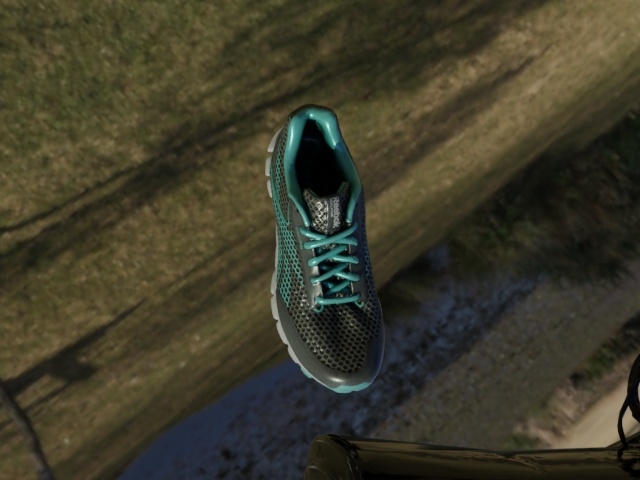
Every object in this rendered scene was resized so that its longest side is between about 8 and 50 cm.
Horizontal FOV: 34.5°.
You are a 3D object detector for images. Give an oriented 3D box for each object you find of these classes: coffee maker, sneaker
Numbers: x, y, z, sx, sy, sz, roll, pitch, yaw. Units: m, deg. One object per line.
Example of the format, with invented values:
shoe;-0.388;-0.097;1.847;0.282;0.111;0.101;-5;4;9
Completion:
coffee maker;0.082;0.133;0.488;0.178;0.171;0.120;6;153;-13
sneaker;0.000;0.000;0.570;0.064;0.167;0.076;-11;165;-7
